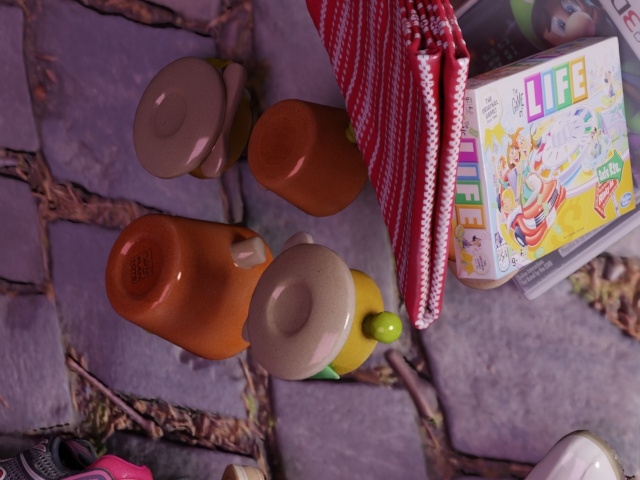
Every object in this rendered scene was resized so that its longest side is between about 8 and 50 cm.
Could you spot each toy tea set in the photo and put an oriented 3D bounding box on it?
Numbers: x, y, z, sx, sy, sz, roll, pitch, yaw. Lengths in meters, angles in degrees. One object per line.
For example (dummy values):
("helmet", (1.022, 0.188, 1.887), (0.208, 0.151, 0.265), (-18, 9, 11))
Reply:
("toy tea set", (0.000, 0.000, 1.229), (0.336, 0.124, 0.200), (16, 87, 45))

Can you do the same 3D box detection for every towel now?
("towel", (0.030, -0.114, 1.042), (0.199, 0.031, 0.275), (92, 168, -46))

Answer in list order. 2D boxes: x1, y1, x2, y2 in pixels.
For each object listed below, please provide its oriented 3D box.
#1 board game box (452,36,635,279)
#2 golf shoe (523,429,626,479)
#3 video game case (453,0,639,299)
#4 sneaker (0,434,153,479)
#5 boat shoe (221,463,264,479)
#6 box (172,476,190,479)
("board game box", (0.122, -0.049, 1.043), (0.026, 0.154, 0.103), (2, 107, 38))
("golf shoe", (0.136, 0.203, 1.197), (0.067, 0.086, 0.186), (37, 124, 25))
("video game case", (0.143, -0.080, 1.132), (0.190, 0.022, 0.173), (-40, 79, 41))
("sneaker", (-0.225, 0.201, 1.479), (0.299, 0.121, 0.112), (13, 83, 48))
("boat shoe", (-0.038, 0.234, 1.369), (0.063, 0.059, 0.170), (-124, 27, -61))
("box", (-0.087, 0.287, 1.392), (0.145, 0.038, 0.186), (-145, 46, -69))
